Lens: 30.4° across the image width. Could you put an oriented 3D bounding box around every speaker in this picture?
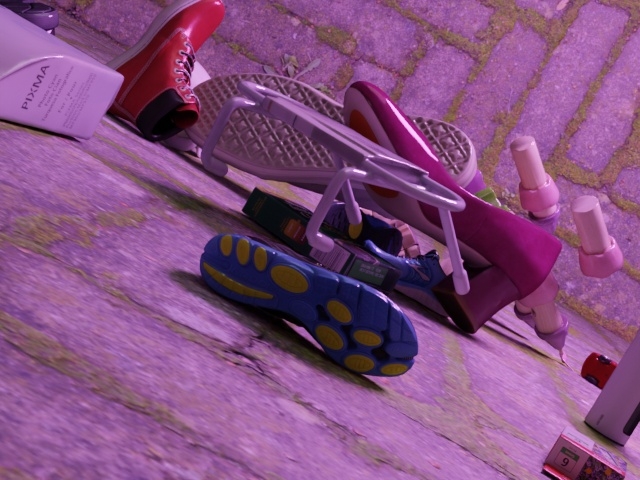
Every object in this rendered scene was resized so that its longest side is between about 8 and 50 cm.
[{"bbox_3d":[0.359,0.162,1.345,0.055,0.136,0.055,30,5,-3],"label":"speaker"}]

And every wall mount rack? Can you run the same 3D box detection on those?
[{"bbox_3d":[0.038,-0.057,1.368,0.304,0.130,0.350,14,17,-47],"label":"wall mount rack"}]

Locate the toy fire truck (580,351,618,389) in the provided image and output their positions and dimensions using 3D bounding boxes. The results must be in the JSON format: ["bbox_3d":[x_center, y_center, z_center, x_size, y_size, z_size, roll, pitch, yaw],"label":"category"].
[{"bbox_3d":[0.505,0.242,1.810,0.192,0.047,0.135,33,6,35],"label":"toy fire truck"}]

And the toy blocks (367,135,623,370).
[{"bbox_3d":[0.289,0.045,1.865,0.260,0.309,0.288,65,-2,-34],"label":"toy blocks"}]

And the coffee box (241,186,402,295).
[{"bbox_3d":[0.000,0.000,1.443,0.184,0.040,0.113,34,8,36],"label":"coffee box"}]

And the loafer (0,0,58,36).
[{"bbox_3d":[-0.452,-0.302,1.697,0.109,0.095,0.302,-8,20,-26],"label":"loafer"}]

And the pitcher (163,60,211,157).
[{"bbox_3d":[-0.227,-0.211,1.828,0.207,0.125,0.177,44,26,22],"label":"pitcher"}]

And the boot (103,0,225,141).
[{"bbox_3d":[-0.195,-0.250,1.717,0.176,0.244,0.088,34,-18,34],"label":"boot"}]

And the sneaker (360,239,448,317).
[{"bbox_3d":[0.124,0.037,1.574,0.162,0.073,0.063,28,6,-14],"label":"sneaker"}]

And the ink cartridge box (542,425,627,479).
[{"bbox_3d":[0.223,0.189,0.989,0.063,0.029,0.115,32,6,15],"label":"ink cartridge box"}]

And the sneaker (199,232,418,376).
[{"bbox_3d":[-0.004,0.044,0.935,0.188,0.067,0.078,27,12,5],"label":"sneaker"}]

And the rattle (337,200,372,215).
[{"bbox_3d":[0.095,-0.082,2.156,0.130,0.143,0.200,11,13,-2],"label":"rattle"}]

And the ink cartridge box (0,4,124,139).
[{"bbox_3d":[-0.412,-0.228,1.156,0.308,0.091,0.385,31,5,16],"label":"ink cartridge box"}]

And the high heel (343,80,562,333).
[{"bbox_3d":[0.170,-0.074,1.496,0.127,0.181,0.377,20,-35,57],"label":"high heel"}]

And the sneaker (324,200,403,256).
[{"bbox_3d":[0.035,-0.014,1.650,0.082,0.069,0.209,20,-1,32],"label":"sneaker"}]

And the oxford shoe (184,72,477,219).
[{"bbox_3d":[0.006,-0.128,1.699,0.449,0.169,0.130,15,-24,15],"label":"oxford shoe"}]
